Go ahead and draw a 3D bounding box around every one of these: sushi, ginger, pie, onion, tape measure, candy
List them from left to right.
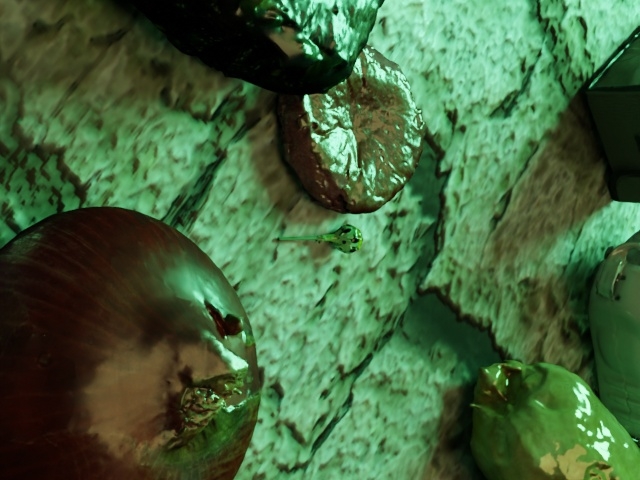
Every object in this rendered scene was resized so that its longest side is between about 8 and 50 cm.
[{"bbox_3d":[-0.140,0.099,0.778,0.248,0.161,0.248,3,83,-24],"label":"onion"},{"bbox_3d":[-0.054,-0.188,0.838,0.225,0.124,0.127,29,75,-46],"label":"sushi"},{"bbox_3d":[0.000,0.000,0.978,0.083,0.023,0.025,-4,112,-36],"label":"candy"},{"bbox_3d":[0.028,-0.095,0.979,0.153,0.038,0.154,-4,96,-40],"label":"pie"},{"bbox_3d":[0.238,0.223,1.139,0.138,0.152,0.267,-45,119,-19],"label":"ginger"},{"bbox_3d":[0.375,0.080,1.260,0.197,0.120,0.236,-32,120,-29],"label":"tape measure"}]

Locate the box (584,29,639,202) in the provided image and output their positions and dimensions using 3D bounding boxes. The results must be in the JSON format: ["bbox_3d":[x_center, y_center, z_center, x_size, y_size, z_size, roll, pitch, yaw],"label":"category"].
[{"bbox_3d":[0.432,-0.143,1.200,0.188,0.252,0.153,-43,120,-30],"label":"box"}]
